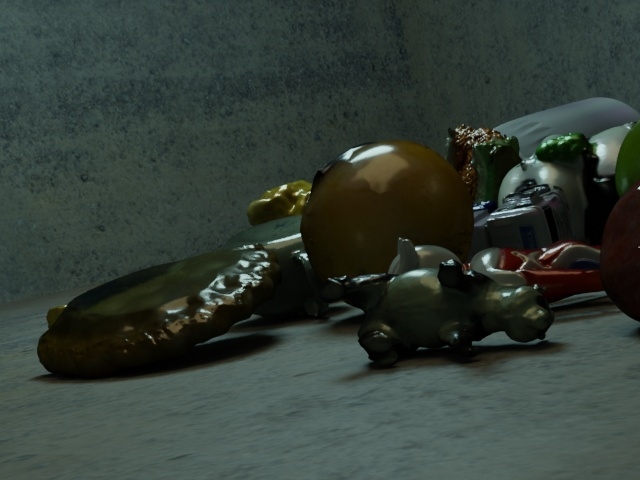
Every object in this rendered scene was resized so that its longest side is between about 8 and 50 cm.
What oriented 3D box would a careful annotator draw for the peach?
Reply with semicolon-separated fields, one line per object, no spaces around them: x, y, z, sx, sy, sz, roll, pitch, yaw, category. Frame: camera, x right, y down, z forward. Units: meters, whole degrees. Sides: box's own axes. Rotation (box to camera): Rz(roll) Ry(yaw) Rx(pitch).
0.329;0.011;1.163;0.152;0.152;0.152;-10;3;0;peach

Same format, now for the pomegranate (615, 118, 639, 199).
0.506;-0.058;1.554;0.231;0.230;0.286;-11;35;-18;pomegranate

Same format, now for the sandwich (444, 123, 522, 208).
0.260;-0.095;2.100;0.160;0.184;0.109;15;18;38;sandwich

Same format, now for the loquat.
0.086;-0.017;1.650;0.235;0.235;0.235;-10;3;0;loquat

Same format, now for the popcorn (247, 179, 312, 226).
0.002;0.003;2.024;0.254;0.191;0.190;-1;14;-17;popcorn

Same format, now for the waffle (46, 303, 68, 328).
-0.314;0.117;2.126;0.229;0.057;0.219;-11;3;-40;waffle

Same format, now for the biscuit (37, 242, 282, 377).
-0.193;0.081;1.623;0.329;0.078;0.335;-8;17;38;biscuit

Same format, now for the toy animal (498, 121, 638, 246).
0.409;-0.078;1.950;0.267;0.212;0.212;-6;3;13;toy animal

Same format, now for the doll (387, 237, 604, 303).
0.245;0.038;1.412;0.384;0.099;0.188;-3;2;2;doll

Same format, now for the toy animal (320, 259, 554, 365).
0.120;0.070;1.217;0.225;0.093;0.121;-9;-7;38;toy animal

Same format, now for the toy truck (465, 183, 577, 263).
0.218;0.007;1.795;0.268;0.124;0.155;-11;9;31;toy truck

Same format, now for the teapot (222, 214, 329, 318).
-0.053;0.043;1.837;0.193;0.129;0.294;-19;16;-18;teapot

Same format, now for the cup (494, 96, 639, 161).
0.424;-0.118;2.281;0.372;0.253;0.253;-14;5;-41;cup
